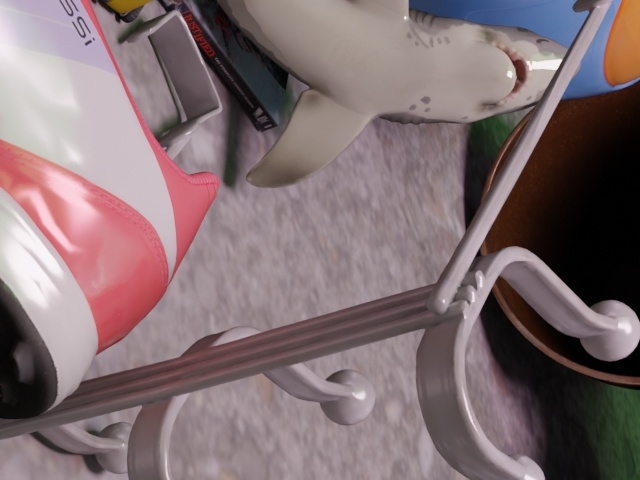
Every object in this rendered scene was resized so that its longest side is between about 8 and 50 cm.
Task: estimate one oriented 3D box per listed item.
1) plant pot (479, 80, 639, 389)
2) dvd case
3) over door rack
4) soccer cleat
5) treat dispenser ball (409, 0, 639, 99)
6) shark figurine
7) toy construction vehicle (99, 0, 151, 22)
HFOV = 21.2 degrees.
[{"bbox_3d":[0.237,0.019,1.192,0.230,0.215,0.215,48,35,-67],"label":"plant pot"},{"bbox_3d":[-0.049,-0.126,0.885,0.119,0.013,0.087,51,35,-39],"label":"dvd case"},{"bbox_3d":[0.000,0.000,0.663,0.108,0.239,0.324,57,32,-29],"label":"over door rack"},{"bbox_3d":[-0.149,-0.097,0.522,0.116,0.108,0.318,-46,111,-38],"label":"soccer cleat"},{"bbox_3d":[0.131,-0.223,0.976,0.288,0.288,0.288,38,45,-51],"label":"treat dispenser ball"},{"bbox_3d":[-0.019,-0.145,0.865,0.278,0.166,0.116,50,7,-12],"label":"shark figurine"},{"bbox_3d":[-0.098,-0.163,0.783,0.086,0.035,0.098,39,44,-50],"label":"toy construction vehicle"}]
